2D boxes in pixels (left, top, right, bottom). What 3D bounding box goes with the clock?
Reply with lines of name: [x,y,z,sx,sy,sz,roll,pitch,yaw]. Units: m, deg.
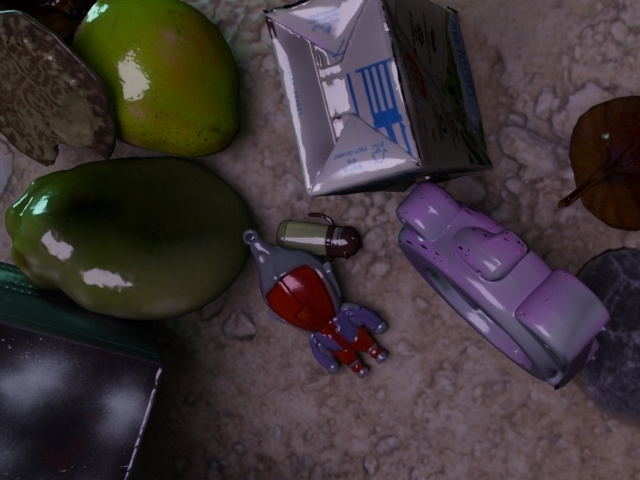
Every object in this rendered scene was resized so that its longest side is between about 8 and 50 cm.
clock: [0.191,0.048,1.365,0.248,0.227,0.090,42,84,16]

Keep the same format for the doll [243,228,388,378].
doll: [-0.012,0.071,1.504,0.227,0.075,0.102,45,106,-7]

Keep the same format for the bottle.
bottle: [0.000,0.001,1.529,0.101,0.047,0.063,3,131,16]

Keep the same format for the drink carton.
drink carton: [0.071,-0.153,1.341,0.132,0.324,0.194,-13,88,21]

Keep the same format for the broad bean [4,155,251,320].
broad bean: [-0.224,-0.005,1.506,0.119,0.291,0.238,104,156,-46]

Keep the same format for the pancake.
pancake: [-0.332,-0.175,1.478,0.235,0.029,0.212,6,130,37]

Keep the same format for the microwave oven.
microwave oven: [-0.367,0.273,1.496,0.236,0.374,0.432,17,96,-13]

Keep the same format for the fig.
fig: [0.312,-0.084,1.329,0.134,0.201,0.146,-30,77,28]

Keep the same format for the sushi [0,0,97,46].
sushi: [-0.379,-0.283,1.582,0.213,0.204,0.200,-35,47,-15]

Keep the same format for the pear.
pear: [-0.188,-0.194,1.520,0.220,0.187,0.187,31,103,1]
